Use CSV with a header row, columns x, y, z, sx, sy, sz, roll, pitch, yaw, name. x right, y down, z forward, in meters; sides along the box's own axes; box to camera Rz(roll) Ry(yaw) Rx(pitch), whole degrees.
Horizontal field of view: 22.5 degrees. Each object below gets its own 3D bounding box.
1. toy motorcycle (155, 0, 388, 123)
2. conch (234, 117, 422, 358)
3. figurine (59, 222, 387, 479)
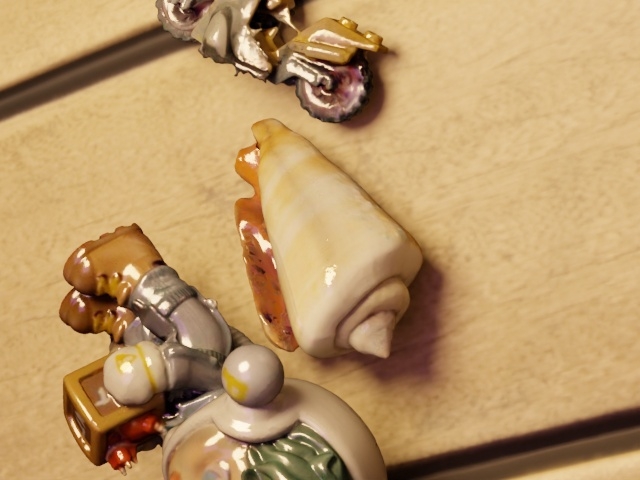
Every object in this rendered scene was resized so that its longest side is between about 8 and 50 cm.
x,y,z,sx,sy,sz,roll,pitch,yaw,name
-0.041,-0.202,1.425,0.229,0.094,0.130,31,101,19,toy motorcycle
0.011,0.001,1.393,0.158,0.127,0.255,118,144,-49,conch
-0.088,0.154,1.340,0.186,0.261,0.382,-35,65,-22,figurine
